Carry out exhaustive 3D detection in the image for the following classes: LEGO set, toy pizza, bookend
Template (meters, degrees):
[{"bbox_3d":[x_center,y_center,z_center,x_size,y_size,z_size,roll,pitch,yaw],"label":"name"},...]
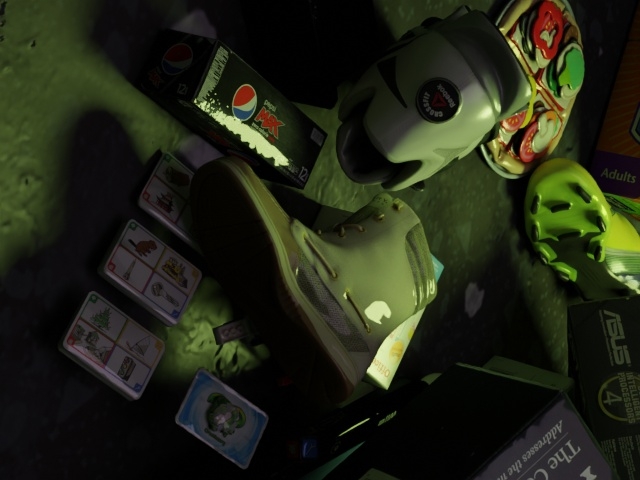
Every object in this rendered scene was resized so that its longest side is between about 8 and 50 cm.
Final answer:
[{"bbox_3d":[-0.081,0.074,1.239,0.244,0.060,0.182,39,60,-26],"label":"LEGO set"},{"bbox_3d":[0.220,-0.160,1.607,0.201,0.032,0.201,-23,119,-48],"label":"toy pizza"},{"bbox_3d":[0.011,-0.216,1.276,0.157,0.072,0.156,-44,135,-37],"label":"bookend"}]

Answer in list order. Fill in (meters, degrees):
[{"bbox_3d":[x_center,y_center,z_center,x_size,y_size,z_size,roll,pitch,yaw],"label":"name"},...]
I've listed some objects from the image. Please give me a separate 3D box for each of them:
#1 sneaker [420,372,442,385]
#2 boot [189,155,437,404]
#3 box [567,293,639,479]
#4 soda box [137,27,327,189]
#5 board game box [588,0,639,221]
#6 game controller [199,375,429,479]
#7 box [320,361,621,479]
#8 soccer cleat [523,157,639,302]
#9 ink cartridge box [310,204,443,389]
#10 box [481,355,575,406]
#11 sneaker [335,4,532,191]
[{"bbox_3d":[0.148,0.303,1.579,0.131,0.148,0.350,-27,123,-45],"label":"sneaker"},{"bbox_3d":[0.000,0.000,1.243,0.165,0.077,0.213,-43,107,-41],"label":"boot"},{"bbox_3d":[0.331,0.305,1.647,0.318,0.097,0.395,75,8,-50],"label":"box"},{"bbox_3d":[-0.065,-0.100,1.225,0.169,0.060,0.053,38,73,-53],"label":"soda box"},{"bbox_3d":[0.578,-0.152,1.811,0.356,0.356,0.356,22,84,-54],"label":"board game box"},{"bbox_3d":[-0.019,0.218,1.363,0.319,0.067,0.166,-22,153,-48],"label":"game controller"},{"bbox_3d":[0.110,0.329,1.257,0.343,0.179,0.312,-40,108,-17],"label":"box"},{"bbox_3d":[0.293,-0.010,1.736,0.289,0.093,0.121,50,32,-44],"label":"soccer cleat"},{"bbox_3d":[0.027,0.058,1.378,0.092,0.090,0.143,41,69,-50],"label":"ink cartridge box"},{"bbox_3d":[0.201,0.191,1.648,0.101,0.102,0.087,-37,132,-42],"label":"box"},{"bbox_3d":[0.071,-0.106,1.307,0.146,0.122,0.330,-35,178,-1],"label":"sneaker"}]
